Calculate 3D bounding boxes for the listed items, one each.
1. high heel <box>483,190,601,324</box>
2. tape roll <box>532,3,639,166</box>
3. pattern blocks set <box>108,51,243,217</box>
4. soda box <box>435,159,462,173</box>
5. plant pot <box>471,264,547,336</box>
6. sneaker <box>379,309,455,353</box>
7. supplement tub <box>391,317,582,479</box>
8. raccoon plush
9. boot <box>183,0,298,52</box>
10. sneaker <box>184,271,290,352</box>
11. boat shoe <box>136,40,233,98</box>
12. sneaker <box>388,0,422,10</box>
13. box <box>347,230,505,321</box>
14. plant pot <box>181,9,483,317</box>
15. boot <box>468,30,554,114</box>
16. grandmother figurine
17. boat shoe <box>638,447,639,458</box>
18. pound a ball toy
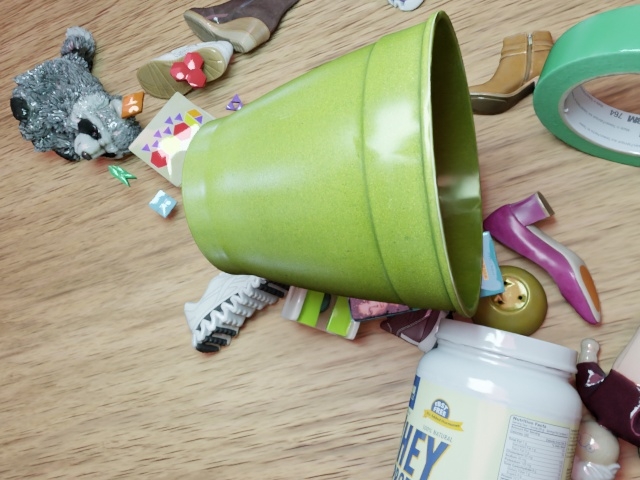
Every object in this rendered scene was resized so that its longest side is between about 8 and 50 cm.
[{"bbox_3d":[0.381,0.043,0.862,0.117,0.082,0.244,-34,78,37],"label":"high heel"},{"bbox_3d":[0.496,-0.215,0.750,0.321,0.321,0.077,21,83,22],"label":"tape roll"},{"bbox_3d":[-0.312,-0.227,1.108,0.325,0.026,0.285,-44,98,-8],"label":"pattern blocks set"},{"bbox_3d":[0.225,-0.116,0.887,0.061,0.181,0.058,-8,73,17],"label":"soda box"},{"bbox_3d":[0.317,0.099,0.842,0.134,0.095,0.134,-5,74,18],"label":"plant pot"},{"bbox_3d":[0.180,0.049,0.900,0.162,0.106,0.281,17,81,25],"label":"sneaker"},{"bbox_3d":[0.240,0.296,0.728,0.235,0.235,0.325,12,82,21],"label":"supplement tub"},{"bbox_3d":[-0.548,-0.384,1.221,0.299,0.216,0.446,-2,74,10],"label":"raccoon plush"},{"bbox_3d":[-0.196,-0.567,1.227,0.248,0.090,0.207,30,73,25],"label":"boot"},{"bbox_3d":[-0.159,0.096,1.003,0.292,0.110,0.118,-39,57,4],"label":"sneaker"},{"bbox_3d":[-0.326,-0.422,1.215,0.277,0.098,0.096,-2,40,28],"label":"boat shoe"},{"bbox_3d":[0.125,-0.599,1.102,0.236,0.104,0.095,29,87,24],"label":"sneaker"},{"bbox_3d":[0.163,0.062,0.811,0.244,0.060,0.100,-14,79,14],"label":"box"},{"bbox_3d":[0.019,-0.077,0.688,0.353,0.366,0.366,-5,73,25],"label":"plant pot"},{"bbox_3d":[0.361,-0.330,0.966,0.197,0.073,0.152,-1,75,6],"label":"boot"},{"bbox_3d":[0.466,0.215,0.737,0.104,0.208,0.342,30,96,-21],"label":"grandmother figurine"},{"bbox_3d":[0.582,0.222,0.713,0.111,0.104,0.307,40,90,24],"label":"boat shoe"},{"bbox_3d":[0.000,0.000,0.936,0.208,0.136,0.319,20,80,-14],"label":"pound a ball toy"}]
